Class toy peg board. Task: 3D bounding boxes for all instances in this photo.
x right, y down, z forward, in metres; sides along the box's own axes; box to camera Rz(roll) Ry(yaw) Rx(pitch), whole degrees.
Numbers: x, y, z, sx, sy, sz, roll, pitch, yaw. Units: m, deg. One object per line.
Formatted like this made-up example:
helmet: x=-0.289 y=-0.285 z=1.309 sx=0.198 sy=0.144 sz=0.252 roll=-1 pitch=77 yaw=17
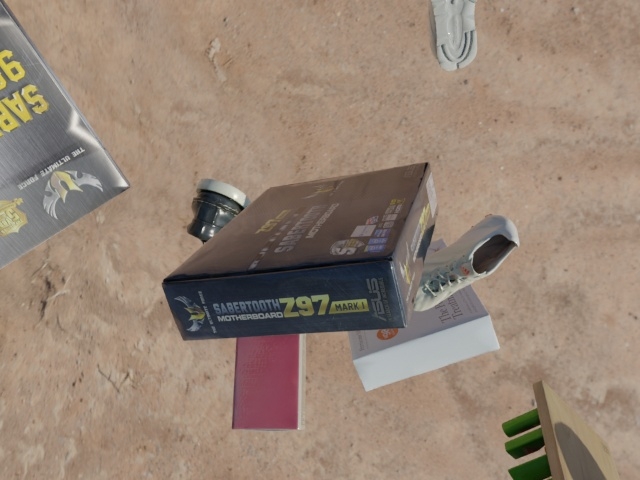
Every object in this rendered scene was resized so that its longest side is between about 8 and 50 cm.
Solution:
toy peg board: x=0.303 y=0.294 z=0.701 sx=0.160 sy=0.161 sz=0.079 roll=43 pitch=120 yaw=-17

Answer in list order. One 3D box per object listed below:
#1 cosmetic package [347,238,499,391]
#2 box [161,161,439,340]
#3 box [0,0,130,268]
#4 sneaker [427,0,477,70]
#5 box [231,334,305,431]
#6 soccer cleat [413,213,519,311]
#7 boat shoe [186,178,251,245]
cosmetic package: x=0.199 y=0.150 z=1.269 sx=0.284 sy=0.377 sz=0.097 roll=-22 pitch=113 yaw=6
box: x=0.000 y=0.000 z=0.497 sx=0.183 sy=0.232 sz=0.059 roll=-7 pitch=111 yaw=21
box: x=-0.287 y=-0.054 z=0.395 sx=0.231 sy=0.056 sz=0.183 roll=-35 pitch=127 yaw=-14
sneaker: x=0.205 y=-0.398 z=0.900 sx=0.090 sy=0.095 sz=0.235 roll=-6 pitch=131 yaw=-2
box: x=-0.094 y=0.248 z=1.086 sx=0.127 sy=0.148 sz=0.232 roll=-1 pitch=71 yaw=2
soccer cleat: x=0.193 y=0.039 z=0.793 sx=0.068 sy=0.076 sz=0.196 roll=40 pitch=111 yaw=-18
boat shoe: x=-0.161 y=0.013 z=1.021 sx=0.127 sy=0.340 sz=0.113 roll=18 pitch=71 yaw=7
